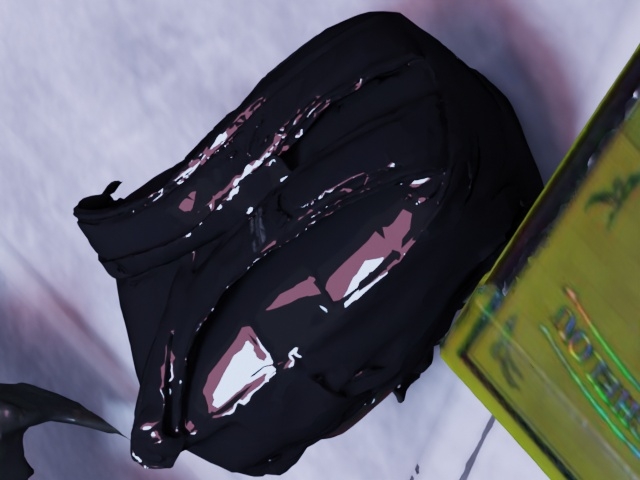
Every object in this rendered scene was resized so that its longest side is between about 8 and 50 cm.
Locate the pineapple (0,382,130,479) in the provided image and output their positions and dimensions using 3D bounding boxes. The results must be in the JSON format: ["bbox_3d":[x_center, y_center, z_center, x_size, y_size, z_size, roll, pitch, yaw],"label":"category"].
[{"bbox_3d":[-0.159,0.120,0.854,0.364,0.166,0.165,49,132,26],"label":"pineapple"}]

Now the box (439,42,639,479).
[{"bbox_3d":[0.140,0.003,0.574,0.141,0.064,0.220,49,134,22],"label":"box"}]

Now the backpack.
[{"bbox_3d":[0.002,0.002,0.685,0.165,0.106,0.120,-33,56,29],"label":"backpack"}]
